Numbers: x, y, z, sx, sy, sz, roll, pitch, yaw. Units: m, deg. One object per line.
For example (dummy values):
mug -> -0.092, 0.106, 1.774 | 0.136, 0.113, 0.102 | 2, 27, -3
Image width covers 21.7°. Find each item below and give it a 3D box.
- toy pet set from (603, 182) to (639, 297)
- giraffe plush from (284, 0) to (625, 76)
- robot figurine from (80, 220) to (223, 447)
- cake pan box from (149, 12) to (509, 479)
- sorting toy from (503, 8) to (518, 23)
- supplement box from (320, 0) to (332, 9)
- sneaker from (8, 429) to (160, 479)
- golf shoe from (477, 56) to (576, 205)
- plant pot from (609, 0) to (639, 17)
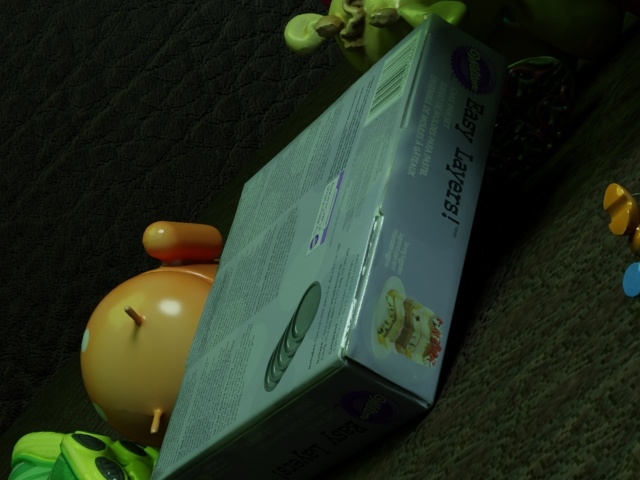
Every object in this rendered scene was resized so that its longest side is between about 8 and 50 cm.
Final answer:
toy pet set -> 0.181, -0.046, 0.713 | 0.122, 0.065, 0.114 | -45, 43, 44
giraffe plush -> 0.079, -0.155, 1.130 | 0.181, 0.210, 0.170 | -38, 9, 46
robot figurine -> -0.096, 0.077, 1.201 | 0.158, 0.128, 0.219 | -59, -8, 10
cake pan box -> 0.003, 0.019, 1.022 | 0.246, 0.070, 0.267 | -38, 30, 48
sorting toy -> 0.170, -0.203, 1.344 | 0.257, 0.089, 0.255 | -45, 8, 20
supplement box -> 0.093, -0.267, 1.331 | 0.220, 0.111, 0.114 | -50, 8, -13
sneaker -> -0.176, 0.212, 1.283 | 0.295, 0.109, 0.123 | 160, 124, -68
golf shoe -> 0.098, -0.059, 1.117 | 0.186, 0.067, 0.086 | -45, 7, 24
plant pot -> 0.190, -0.262, 0.953 | 0.267, 0.236, 0.267 | -47, 10, 12
